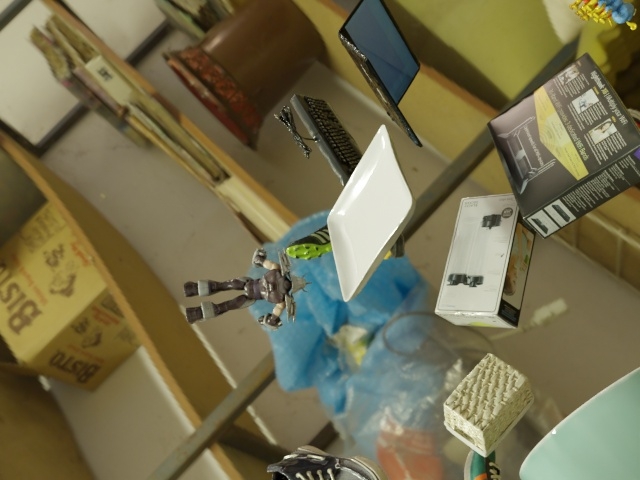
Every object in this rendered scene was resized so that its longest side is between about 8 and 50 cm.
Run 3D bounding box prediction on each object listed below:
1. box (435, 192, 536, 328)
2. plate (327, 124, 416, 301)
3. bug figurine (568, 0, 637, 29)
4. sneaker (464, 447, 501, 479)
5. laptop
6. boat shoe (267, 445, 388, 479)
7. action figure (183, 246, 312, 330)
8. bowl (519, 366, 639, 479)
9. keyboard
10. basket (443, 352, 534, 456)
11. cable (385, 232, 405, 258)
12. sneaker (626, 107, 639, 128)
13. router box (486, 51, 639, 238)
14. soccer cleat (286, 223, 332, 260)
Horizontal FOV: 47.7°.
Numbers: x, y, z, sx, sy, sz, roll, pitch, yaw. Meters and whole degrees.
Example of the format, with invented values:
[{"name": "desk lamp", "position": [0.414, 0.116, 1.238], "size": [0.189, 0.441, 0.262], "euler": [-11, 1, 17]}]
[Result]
[{"name": "box", "position": [0.375, 0.045, 1.624], "size": [0.169, 0.290, 0.087], "euler": [-5, 152, 46]}, {"name": "plate", "position": [0.107, -0.054, 1.492], "size": [0.045, 0.277, 0.278], "euler": [16, -144, -22]}, {"name": "bug figurine", "position": [0.478, -0.466, 1.318], "size": [0.216, 0.072, 0.279], "euler": [41, -158, -4]}, {"name": "sneaker", "position": [0.448, 0.676, 1.903], "size": [0.121, 0.302, 0.108], "euler": [-16, 138, 39]}, {"name": "laptop", "position": [0.153, -0.360, 1.478], "size": [0.234, 0.136, 0.264], "euler": [49, -173, -35]}, {"name": "boat shoe", "position": [0.009, 0.634, 1.893], "size": [0.340, 0.158, 0.127], "euler": [-5, 96, 47]}, {"name": "action figure", "position": [-0.158, 0.111, 1.605], "size": [0.099, 0.284, 0.186], "euler": [58, -156, -73]}, {"name": "bowl", "position": [0.427, 0.282, 0.906], "size": [0.163, 0.311, 0.311], "euler": [58, -175, 35]}, {"name": "keyboard", "position": [0.008, -0.252, 1.774], "size": [0.201, 0.033, 0.317], "euler": [-4, -131, -36]}, {"name": "basket", "position": [0.339, 0.329, 1.466], "size": [0.113, 0.167, 0.103], "euler": [33, 158, 36]}, {"name": "cable", "position": [0.183, -0.020, 1.797], "size": [0.072, 0.140, 0.287], "euler": [4, 180, -10]}, {"name": "sneaker", "position": [0.581, -0.224, 1.570], "size": [0.107, 0.118, 0.279], "euler": [37, 167, -30]}, {"name": "router box", "position": [0.469, -0.186, 1.382], "size": [0.081, 0.243, 0.309], "euler": [37, -148, -32]}, {"name": "soccer cleat", "position": [0.000, 0.000, 1.765], "size": [0.060, 0.178, 0.072], "euler": [90, 164, -47]}]
